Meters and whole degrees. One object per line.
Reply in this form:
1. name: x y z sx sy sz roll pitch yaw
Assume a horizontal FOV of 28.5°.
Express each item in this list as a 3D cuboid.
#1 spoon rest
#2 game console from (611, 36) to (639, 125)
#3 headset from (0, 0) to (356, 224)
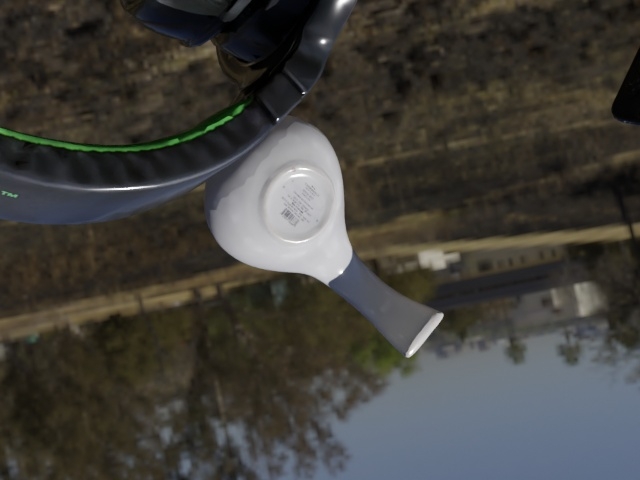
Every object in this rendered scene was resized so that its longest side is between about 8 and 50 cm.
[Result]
1. spoon rest: 0.000 0.000 1.156 0.137 0.276 0.084 -49 -150 -10
2. game console: 0.264 -0.134 0.868 0.122 0.107 0.071 17 162 38
3. headset: -0.059 -0.189 0.527 0.185 0.243 0.394 -28 -156 53
